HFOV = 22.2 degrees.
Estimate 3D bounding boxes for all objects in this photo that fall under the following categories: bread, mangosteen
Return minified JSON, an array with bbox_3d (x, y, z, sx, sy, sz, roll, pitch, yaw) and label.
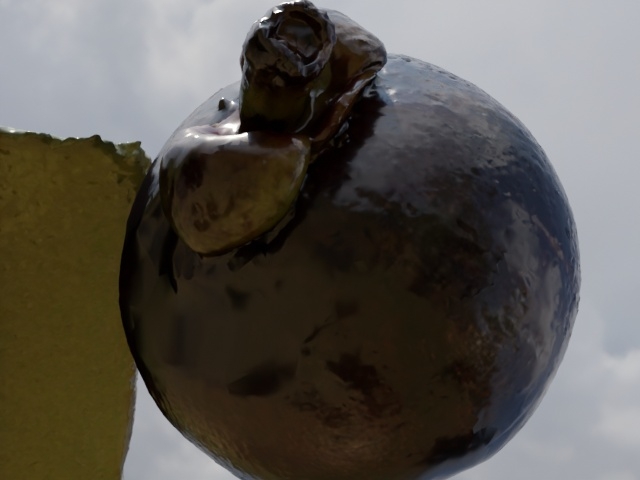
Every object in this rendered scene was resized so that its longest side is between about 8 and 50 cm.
[{"bbox_3d":[-0.236,0.073,1.148,0.361,0.233,0.245,132,-47,-67],"label":"bread"},{"bbox_3d":[0.005,0.015,0.996,0.297,0.297,0.293,-3,-14,43],"label":"mangosteen"}]
